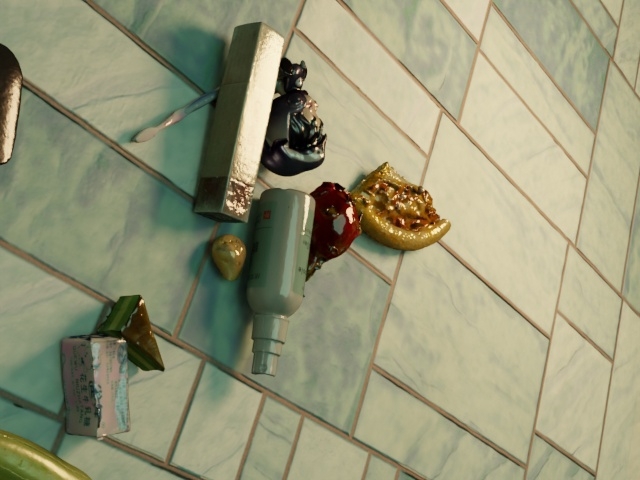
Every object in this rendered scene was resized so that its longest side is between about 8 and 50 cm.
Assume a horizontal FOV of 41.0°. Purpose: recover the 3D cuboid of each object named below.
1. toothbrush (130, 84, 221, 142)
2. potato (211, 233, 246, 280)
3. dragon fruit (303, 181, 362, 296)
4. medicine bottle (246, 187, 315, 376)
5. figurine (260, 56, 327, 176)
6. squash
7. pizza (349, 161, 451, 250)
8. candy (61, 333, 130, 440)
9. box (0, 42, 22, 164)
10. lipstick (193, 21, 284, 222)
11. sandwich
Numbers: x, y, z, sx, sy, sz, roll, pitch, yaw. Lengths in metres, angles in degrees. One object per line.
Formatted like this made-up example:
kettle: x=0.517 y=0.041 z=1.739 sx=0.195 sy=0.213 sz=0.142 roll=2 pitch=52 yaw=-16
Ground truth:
toothbrush: x=-0.245 y=-0.236 z=1.562 sx=0.269 sy=0.027 sz=0.021 roll=-40 pitch=126 yaw=-41
potato: x=-0.169 y=0.032 z=1.590 sx=0.068 sy=0.062 sz=0.083 roll=-13 pitch=116 yaw=-31
dragon fruit: x=0.000 y=0.000 z=1.740 sx=0.125 sy=0.125 sz=0.246 roll=42 pitch=73 yaw=-51
medicine bottle: x=-0.084 y=0.080 z=1.628 sx=0.110 sy=0.110 sz=0.352 roll=21 pitch=70 yaw=-43
figurine: x=-0.067 y=-0.237 z=1.684 sx=0.145 sy=0.145 sz=0.222 roll=-4 pitch=79 yaw=-46
squash: x=-0.428 y=0.344 z=1.260 sx=0.250 sy=0.083 sz=0.083 roll=43 pitch=56 yaw=-32
pizza: x=0.179 y=-0.070 z=1.948 sx=0.365 sy=0.074 sz=0.182 roll=21 pitch=79 yaw=-44
candy: x=-0.351 y=0.228 z=1.346 sx=0.073 sy=0.092 sz=0.160 roll=-2 pitch=88 yaw=-48
box: x=-0.537 y=-0.220 z=1.244 sx=0.212 sy=0.042 sz=0.201 roll=16 pitch=73 yaw=-44
lipstick: x=-0.149 y=-0.220 z=1.597 sx=0.076 sy=0.080 sz=0.371 roll=22 pitch=75 yaw=-48
sandwich: x=-0.297 y=0.155 z=1.423 sx=0.116 sy=0.074 sz=0.074 roll=49 pitch=53 yaw=-32
